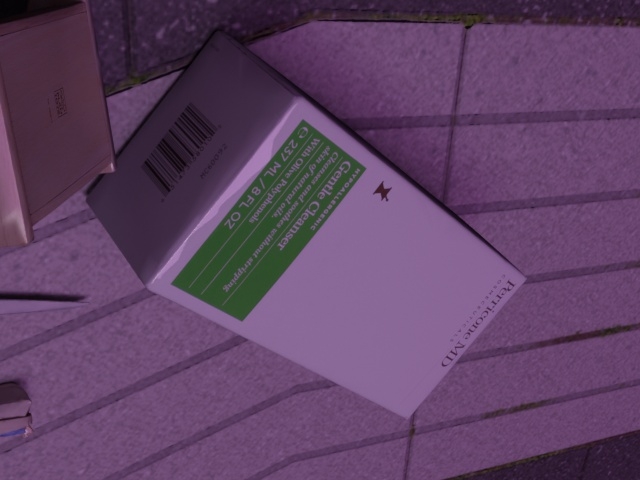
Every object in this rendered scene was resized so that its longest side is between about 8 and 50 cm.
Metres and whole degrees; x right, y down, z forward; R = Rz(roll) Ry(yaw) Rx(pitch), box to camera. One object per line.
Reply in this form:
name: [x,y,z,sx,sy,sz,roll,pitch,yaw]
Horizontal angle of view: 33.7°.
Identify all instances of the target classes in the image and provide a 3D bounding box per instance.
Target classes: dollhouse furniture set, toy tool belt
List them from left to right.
dollhouse furniture set: [-0.327,-0.124,0.712,0.303,0.198,0.286,-5,106,6]
toy tool belt: [-0.302,0.166,0.954,0.083,0.052,0.051,-11,119,-26]

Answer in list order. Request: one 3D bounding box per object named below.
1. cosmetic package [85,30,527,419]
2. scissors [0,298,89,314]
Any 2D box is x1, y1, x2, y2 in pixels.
cosmetic package: [0.000,0.000,0.959,0.365,0.155,0.197,32,99,-43]
scissors: [-0.335,0.051,0.865,0.297,0.021,0.109,-13,126,-24]
